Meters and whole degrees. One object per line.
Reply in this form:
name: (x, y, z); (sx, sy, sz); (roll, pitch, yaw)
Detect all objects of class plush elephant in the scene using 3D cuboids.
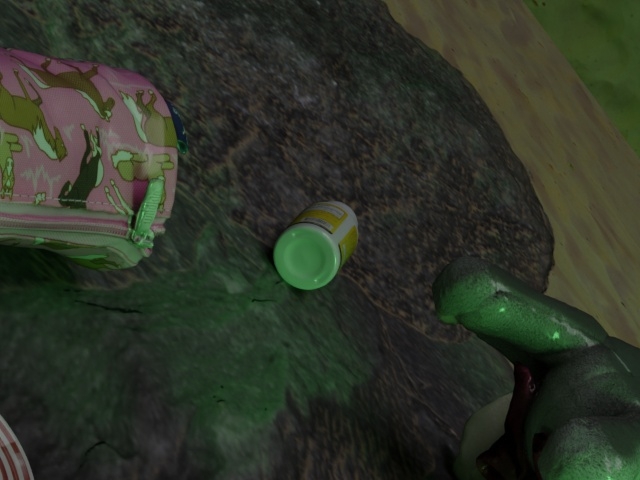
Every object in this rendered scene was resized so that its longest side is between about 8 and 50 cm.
plush elephant: (0.197, 0.203, 1.475); (0.330, 0.255, 0.272); (14, 32, -43)

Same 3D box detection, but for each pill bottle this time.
pill bottle: (0.000, 0.000, 1.629); (0.065, 0.065, 0.116); (49, 23, -3)

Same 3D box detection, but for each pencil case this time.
pencil case: (-0.252, -0.062, 1.147); (0.386, 0.167, 0.160); (6, 83, -59)

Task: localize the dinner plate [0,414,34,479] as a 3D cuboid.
dinner plate: (-0.233, 0.135, 1.049); (0.141, 0.017, 0.141); (39, 25, -22)
